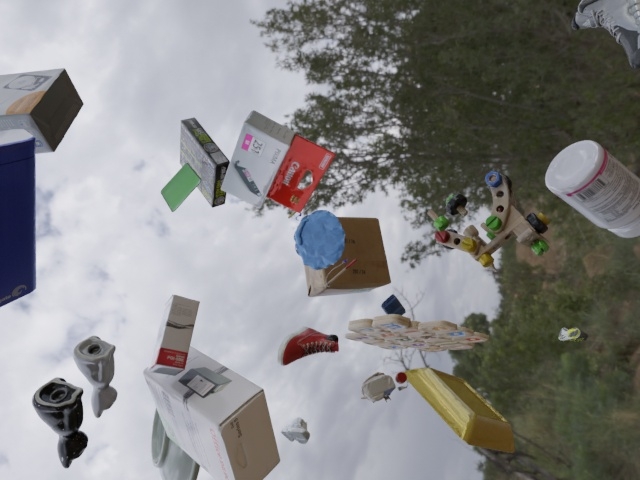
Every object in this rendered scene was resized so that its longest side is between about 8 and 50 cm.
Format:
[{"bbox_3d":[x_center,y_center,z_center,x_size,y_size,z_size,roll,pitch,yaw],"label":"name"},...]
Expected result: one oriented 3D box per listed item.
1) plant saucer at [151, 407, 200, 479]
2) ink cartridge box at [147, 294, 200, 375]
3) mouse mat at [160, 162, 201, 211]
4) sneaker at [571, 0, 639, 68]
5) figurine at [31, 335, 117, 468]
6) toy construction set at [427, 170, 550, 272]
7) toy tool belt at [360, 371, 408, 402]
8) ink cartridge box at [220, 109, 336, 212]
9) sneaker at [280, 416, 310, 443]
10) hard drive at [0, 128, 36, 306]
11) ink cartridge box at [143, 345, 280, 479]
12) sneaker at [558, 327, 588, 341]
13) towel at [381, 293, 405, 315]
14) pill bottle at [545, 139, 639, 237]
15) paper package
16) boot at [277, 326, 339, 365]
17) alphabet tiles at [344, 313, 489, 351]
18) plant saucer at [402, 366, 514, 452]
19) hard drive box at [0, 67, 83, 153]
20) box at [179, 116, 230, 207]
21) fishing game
[{"bbox_3d":[-0.467,0.603,1.445,0.100,0.400,0.401,9,-97,-28],"label":"plant saucer"},{"bbox_3d":[-0.285,0.186,0.885,0.056,0.099,0.135,18,-119,-22],"label":"ink cartridge box"},{"bbox_3d":[-0.500,-0.192,1.617,0.153,0.189,0.007,-47,-46,1],"label":"mouse mat"},{"bbox_3d":[0.586,-0.432,0.921,0.086,0.132,0.229,33,-120,-49],"label":"sneaker"},{"bbox_3d":[-0.529,0.359,1.018,0.215,0.092,0.210,-75,-6,-60],"label":"figurine"},{"bbox_3d":[0.471,0.002,1.212,0.257,0.237,0.309,-37,-35,-2],"label":"toy construction set"},{"bbox_3d":[0.113,0.264,0.817,0.051,0.083,0.052,98,151,-57],"label":"toy tool belt"},{"bbox_3d":[-0.123,-0.183,1.223,0.275,0.238,0.060,-54,12,49],"label":"ink cartridge box"},{"bbox_3d":[-0.061,0.504,1.217,0.054,0.152,0.061,45,-118,-4],"label":"sneaker"},{"bbox_3d":[-0.541,-0.001,0.689,0.210,0.040,0.319,-39,-23,-54],"label":"hard drive"},{"bbox_3d":[-0.225,0.361,0.934,0.114,0.272,0.199,-31,-57,-40],"label":"ink cartridge box"},{"bbox_3d":[0.578,0.220,1.040,0.083,0.035,0.031,90,-156,-79],"label":"sneaker"},{"bbox_3d":[0.263,0.245,1.637,0.067,0.029,0.119,-40,-44,0],"label":"towel"},{"bbox_3d":[0.769,-0.131,1.231,0.283,0.160,0.161,30,-124,-18],"label":"pill bottle"},{"bbox_3d":[0.095,0.065,1.881,0.324,0.168,0.310,-1,-106,-30],"label":"paper package"},{"bbox_3d":[-0.034,0.394,1.654,0.244,0.176,0.089,-26,-59,-59],"label":"boot"},{"bbox_3d":[0.203,0.207,0.993,0.284,0.277,0.021,23,-118,-35],"label":"alphabet tiles"},{"bbox_3d":[0.490,0.562,1.563,0.332,0.332,0.081,27,-81,-37],"label":"plant saucer"},{"bbox_3d":[-0.634,-0.253,0.913,0.089,0.231,0.181,81,-175,-47],"label":"hard drive box"},{"bbox_3d":[-0.437,-0.291,1.694,0.060,0.270,0.216,-24,-29,-32],"label":"box"},{"bbox_3d":[0.000,0.000,1.383,0.041,0.189,0.264,1,-129,-56],"label":"fishing game"}]
